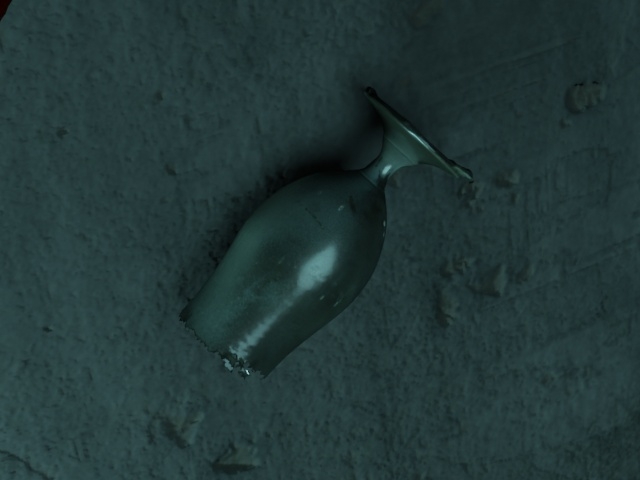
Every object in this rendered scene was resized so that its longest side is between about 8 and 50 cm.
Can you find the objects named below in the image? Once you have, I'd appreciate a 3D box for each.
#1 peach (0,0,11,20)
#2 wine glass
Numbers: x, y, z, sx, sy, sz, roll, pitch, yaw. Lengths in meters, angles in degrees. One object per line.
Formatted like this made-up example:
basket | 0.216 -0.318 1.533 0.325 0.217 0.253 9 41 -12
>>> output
peach | -0.277 -0.230 0.763 0.281 0.281 0.338 -20 123 -17
wine glass | 0.000 0.000 1.150 0.222 0.103 0.103 -47 128 4
